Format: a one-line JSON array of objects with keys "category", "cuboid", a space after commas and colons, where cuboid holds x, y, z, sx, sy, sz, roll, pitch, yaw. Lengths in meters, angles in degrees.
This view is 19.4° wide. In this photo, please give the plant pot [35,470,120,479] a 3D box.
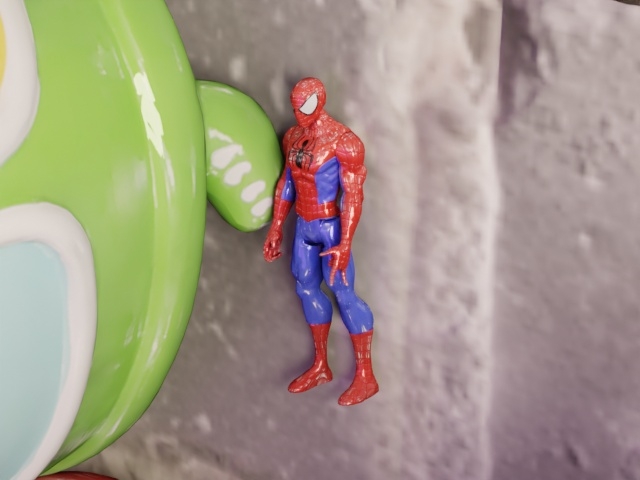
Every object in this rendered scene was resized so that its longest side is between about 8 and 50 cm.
[{"category": "plant pot", "cuboid": [-0.128, 0.193, 0.732, 0.191, 0.174, 0.191, 16, 117, 35]}]

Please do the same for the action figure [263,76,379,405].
[{"category": "action figure", "cuboid": [0.000, 0.000, 0.647, 0.038, 0.030, 0.115, 13, 113, 43]}]

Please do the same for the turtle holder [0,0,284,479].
[{"category": "turtle holder", "cuboid": [-0.157, -0.024, 0.634, 0.320, 0.227, 0.243, -34, 83, 44]}]
